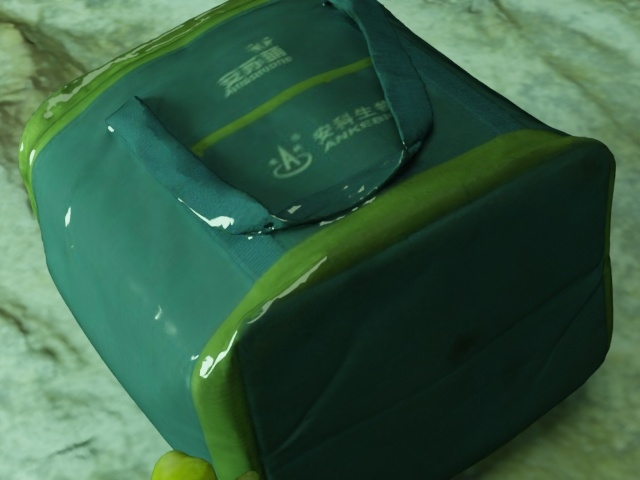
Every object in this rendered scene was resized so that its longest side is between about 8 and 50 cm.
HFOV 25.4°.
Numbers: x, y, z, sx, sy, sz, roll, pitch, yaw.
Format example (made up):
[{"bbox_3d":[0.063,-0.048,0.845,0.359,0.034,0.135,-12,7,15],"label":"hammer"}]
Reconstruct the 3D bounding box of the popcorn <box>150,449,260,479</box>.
[{"bbox_3d":[-0.045,0.198,0.608,0.167,0.187,0.185,4,47,-16],"label":"popcorn"}]

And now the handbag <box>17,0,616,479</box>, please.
[{"bbox_3d":[0.000,0.000,0.762,0.263,0.222,0.241,-33,46,-17],"label":"handbag"}]
